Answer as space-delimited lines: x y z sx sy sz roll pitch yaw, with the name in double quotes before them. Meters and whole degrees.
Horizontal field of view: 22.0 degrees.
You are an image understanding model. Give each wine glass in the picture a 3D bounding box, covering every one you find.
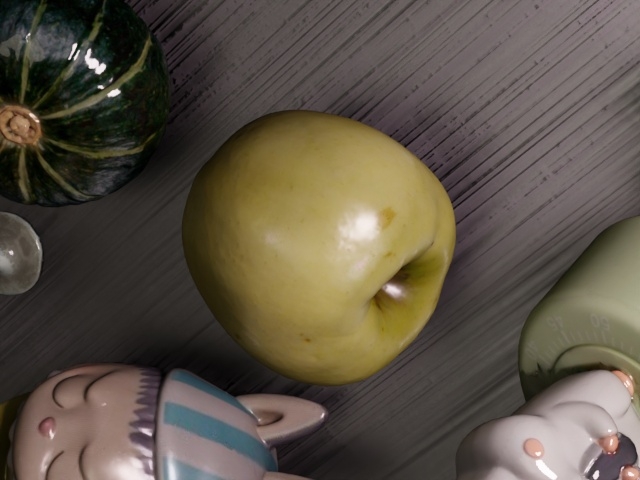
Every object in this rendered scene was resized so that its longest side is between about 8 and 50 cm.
"wine glass" -0.336 0.058 1.678 0.264 0.309 0.096 11 105 21

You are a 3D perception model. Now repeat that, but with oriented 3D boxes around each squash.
"squash" -0.278 -0.153 1.660 0.252 0.165 0.252 8 128 11

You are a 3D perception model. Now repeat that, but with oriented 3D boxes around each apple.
"apple" 0.000 0.000 1.557 0.262 0.262 0.262 5 104 23

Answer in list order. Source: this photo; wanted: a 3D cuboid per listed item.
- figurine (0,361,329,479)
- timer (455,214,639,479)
"figurine" -0.155 0.303 1.681 0.378 0.266 0.361 -3 109 29
"timer" 0.241 0.171 1.391 0.291 0.315 0.291 35 142 32
